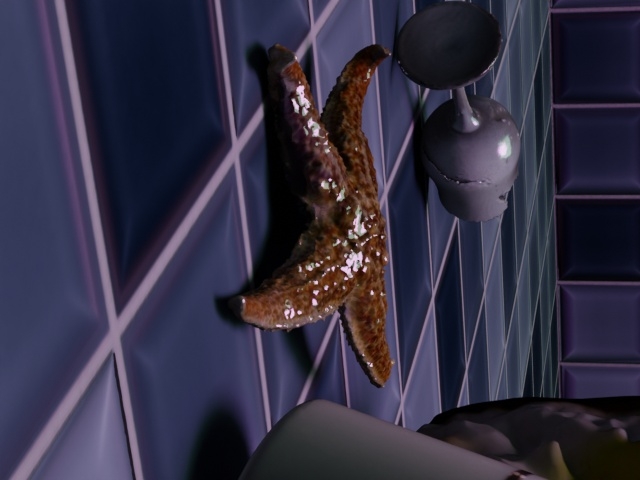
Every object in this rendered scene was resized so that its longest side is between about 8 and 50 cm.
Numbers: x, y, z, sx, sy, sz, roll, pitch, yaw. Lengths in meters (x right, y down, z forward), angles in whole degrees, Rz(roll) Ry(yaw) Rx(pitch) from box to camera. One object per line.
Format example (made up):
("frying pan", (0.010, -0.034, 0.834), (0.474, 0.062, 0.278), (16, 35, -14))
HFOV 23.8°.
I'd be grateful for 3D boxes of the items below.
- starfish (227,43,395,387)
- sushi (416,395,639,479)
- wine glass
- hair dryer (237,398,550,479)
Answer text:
("starfish", (0.008, -0.001, 0.750), (0.238, 0.057, 0.213), (-66, 146, -63))
("sushi", (0.147, 0.257, 0.876), (0.299, 0.281, 0.294), (-46, 136, -52))
("wine glass", (0.107, -0.090, 1.134), (0.195, 0.079, 0.079), (66, 27, -59))
("hair dryer", (0.018, 0.259, 0.590), (0.362, 0.203, 0.128), (-67, 158, -12))
